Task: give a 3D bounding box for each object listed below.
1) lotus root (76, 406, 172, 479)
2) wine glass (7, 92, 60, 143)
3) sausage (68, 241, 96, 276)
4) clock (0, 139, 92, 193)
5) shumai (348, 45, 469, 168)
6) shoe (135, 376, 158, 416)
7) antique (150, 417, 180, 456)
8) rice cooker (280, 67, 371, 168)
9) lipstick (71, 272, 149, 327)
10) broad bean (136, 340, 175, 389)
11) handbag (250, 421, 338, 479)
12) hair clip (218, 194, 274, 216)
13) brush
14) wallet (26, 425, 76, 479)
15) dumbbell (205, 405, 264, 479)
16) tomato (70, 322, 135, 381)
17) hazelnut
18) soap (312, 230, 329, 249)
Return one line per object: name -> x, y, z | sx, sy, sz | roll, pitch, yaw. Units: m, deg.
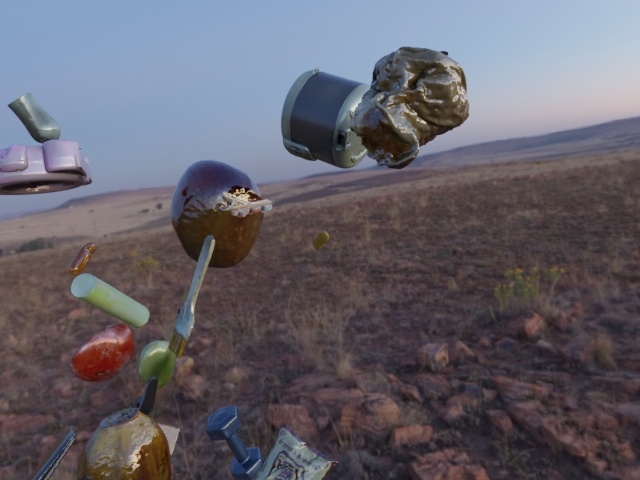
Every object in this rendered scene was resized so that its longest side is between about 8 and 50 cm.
lotus root -> -0.429, 0.507, 1.023 | 0.193, 0.291, 0.193 | 3, 17, -1
wine glass -> -0.998, -0.408, 1.683 | 0.103, 0.231, 0.103 | -26, 24, 13
sausage -> -1.030, 0.078, 2.022 | 0.054, 0.062, 0.183 | 1, 55, 21
clock -> -0.898, -0.217, 1.457 | 0.321, 0.114, 0.295 | -10, -1, -19
shumai -> 0.204, -0.271, 1.149 | 0.266, 0.263, 0.314 | 23, -17, 9
shoe -> -0.625, 0.559, 1.666 | 0.053, 0.160, 0.062 | 16, -3, 30
antique -> -0.570, 0.692, 1.663 | 0.087, 0.094, 0.310 | 21, -24, -18
rice cooker -> 0.028, -0.387, 1.510 | 0.276, 0.289, 0.288 | 23, 21, 24
lipstick -> -0.606, 0.184, 1.379 | 0.076, 0.076, 0.304 | -7, -26, 7
broad bean -> -0.642, 0.489, 1.845 | 0.100, 0.228, 0.169 | 28, 57, 21
handbag -> -0.090, 0.722, 1.446 | 0.212, 0.235, 0.127 | 29, -7, 18
hair clip -> -0.201, -0.092, 1.304 | 0.062, 0.056, 0.213 | 14, 8, 31
brush -> -0.345, 0.147, 1.273 | 0.020, 0.337, 0.085 | 17, 2, -42
wallet -> -0.994, 0.814, 1.727 | 0.168, 0.052, 0.245 | -13, 40, 56
dumbbell -> -0.357, 0.862, 1.979 | 0.144, 0.325, 0.160 | -24, 18, -7
tomato -> -0.617, 0.339, 1.374 | 0.099, 0.173, 0.189 | 38, 21, 14
hazelnut -> -0.407, -0.110, 1.830 | 0.352, 0.421, 0.420 | -28, 15, -18
soap -> 0.000, 0.000, 1.339 | 0.012, 0.034, 0.089 | -29, -13, -35
